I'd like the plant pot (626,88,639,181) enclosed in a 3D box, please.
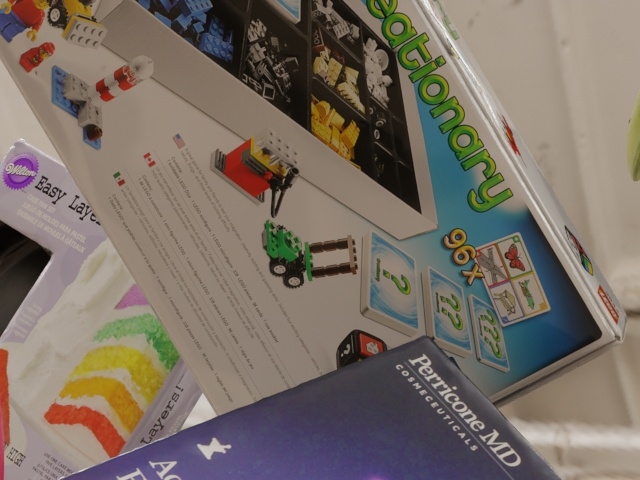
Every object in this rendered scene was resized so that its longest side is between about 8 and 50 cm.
[{"bbox_3d":[0.367,-0.089,1.146,0.207,0.227,0.228,52,-13,22],"label":"plant pot"}]

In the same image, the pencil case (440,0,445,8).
[{"bbox_3d":[0.039,-0.251,1.457,0.183,0.160,0.410,-14,-61,19],"label":"pencil case"}]

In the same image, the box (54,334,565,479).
[{"bbox_3d":[-0.001,0.148,0.588,0.153,0.207,0.108,46,-40,33],"label":"box"}]

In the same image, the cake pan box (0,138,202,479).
[{"bbox_3d":[-0.210,0.073,1.216,0.267,0.246,0.070,30,-9,29],"label":"cake pan box"}]

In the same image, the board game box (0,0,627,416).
[{"bbox_3d":[-0.014,-0.042,0.730,0.193,0.053,0.305,-30,-88,18],"label":"board game box"}]

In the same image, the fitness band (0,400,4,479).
[{"bbox_3d":[-0.202,0.025,0.301,0.291,0.209,0.054,32,-25,8],"label":"fitness band"}]
